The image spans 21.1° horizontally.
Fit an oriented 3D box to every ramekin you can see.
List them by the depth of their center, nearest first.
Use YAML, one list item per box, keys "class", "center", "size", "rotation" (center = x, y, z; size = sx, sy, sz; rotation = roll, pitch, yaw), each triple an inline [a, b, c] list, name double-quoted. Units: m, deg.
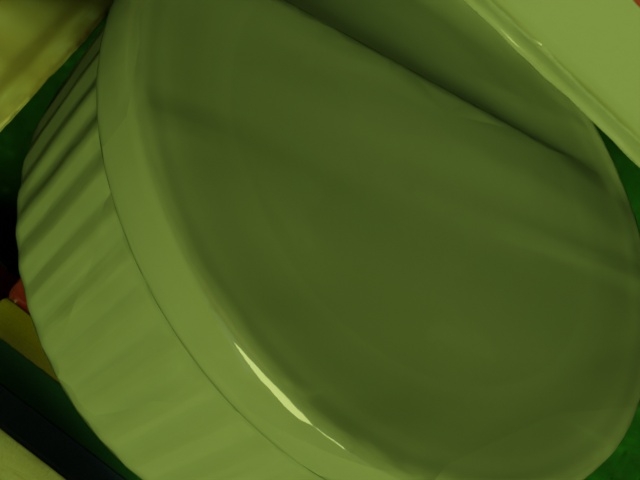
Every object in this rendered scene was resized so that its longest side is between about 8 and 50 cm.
- class: "ramekin"
  center: [0.000, 0.000, 0.707]
  size: [0.273, 0.273, 0.127]
  rotation: [35, 135, -22]

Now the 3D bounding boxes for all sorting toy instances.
- class: "sorting toy"
  center: [-0.114, 0.092, 0.811]
  size: [0.089, 0.257, 0.255]
  rotation: [-53, 125, -11]

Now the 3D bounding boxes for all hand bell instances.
- class: "hand bell"
  center: [-0.213, -0.141, 0.719]
  size: [0.242, 0.126, 0.126]
  rotation: [43, 119, -12]

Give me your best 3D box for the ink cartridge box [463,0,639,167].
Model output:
- class: "ink cartridge box"
  center: [0.256, -0.178, 0.609]
  size: [0.385, 0.160, 0.279]
  rotation: [-37, 118, 26]
